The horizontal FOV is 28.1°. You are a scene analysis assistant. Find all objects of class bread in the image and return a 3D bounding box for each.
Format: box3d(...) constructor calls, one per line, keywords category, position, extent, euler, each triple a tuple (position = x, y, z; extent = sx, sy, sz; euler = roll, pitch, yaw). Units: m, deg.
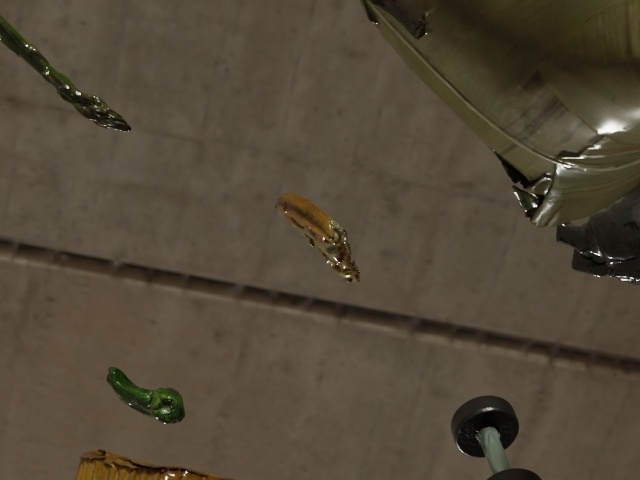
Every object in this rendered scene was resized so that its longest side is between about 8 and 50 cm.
box3d(category="bread", position=(-0.205, 0.320, 1.555), extent=(0.199, 0.199, 0.104), euler=(131, 152, -75))

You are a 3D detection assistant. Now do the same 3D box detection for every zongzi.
box3d(category="zongzi", position=(0.129, -0.225, 0.994), extent=(0.181, 0.447, 0.418), euler=(-44, -3, -6))

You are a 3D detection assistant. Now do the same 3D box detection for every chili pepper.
box3d(category="chili pepper", position=(-0.243, 0.227, 1.834), extent=(0.182, 0.073, 0.050), euler=(10, 74, 52))

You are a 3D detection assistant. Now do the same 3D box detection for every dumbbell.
box3d(category="dumbbell", position=(0.254, 0.318, 1.829), extent=(0.191, 0.100, 0.100), euler=(-104, 25, -56))

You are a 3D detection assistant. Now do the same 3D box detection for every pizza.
box3d(category="pizza", position=(0.000, 0.000, 1.860), extent=(0.184, 0.036, 0.176), euler=(38, 164, 49))

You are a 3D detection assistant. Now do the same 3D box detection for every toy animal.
box3d(category="toy animal", position=(0.417, -0.102, 1.526), extent=(0.168, 0.106, 0.343), euler=(29, 78, 45))

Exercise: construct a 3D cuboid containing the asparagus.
box3d(category="asparagus", position=(-0.235, -0.157, 0.973), extent=(0.023, 0.233, 0.022), euler=(-48, 0, 2))
